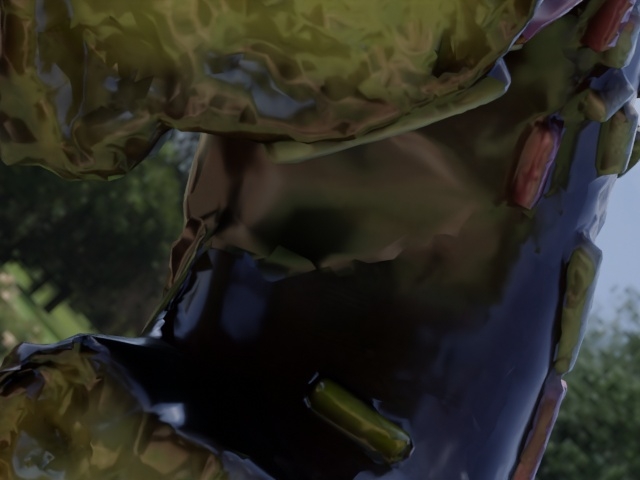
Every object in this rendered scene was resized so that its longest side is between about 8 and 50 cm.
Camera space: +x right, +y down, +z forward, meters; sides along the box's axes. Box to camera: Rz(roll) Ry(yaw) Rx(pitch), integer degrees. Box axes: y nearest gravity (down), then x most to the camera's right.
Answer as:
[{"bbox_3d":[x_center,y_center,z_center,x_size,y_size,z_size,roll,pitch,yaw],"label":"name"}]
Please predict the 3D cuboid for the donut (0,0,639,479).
[{"bbox_3d":[0.010,-0.008,0.460,0.136,0.345,0.259,22,17,18],"label":"donut"}]
